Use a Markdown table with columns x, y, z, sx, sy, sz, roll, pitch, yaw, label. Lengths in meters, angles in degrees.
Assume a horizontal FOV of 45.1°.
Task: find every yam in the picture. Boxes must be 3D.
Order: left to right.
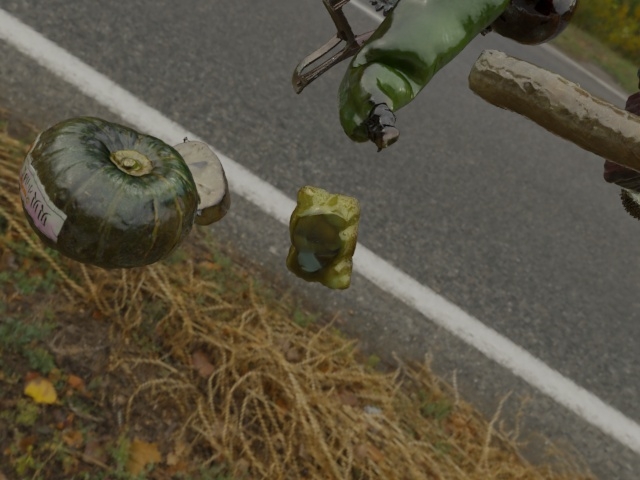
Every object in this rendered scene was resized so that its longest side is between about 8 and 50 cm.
| x | y | z | sx | sy | sz | roll | pitch | yaw | label |
| --- | --- | --- | --- | --- | --- | --- | --- | --- | --- |
| 0.345 | -0.149 | 0.961 | 0.357 | 0.081 | 0.081 | 30 | 24 | 27 | yam |

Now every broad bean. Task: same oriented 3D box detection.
| x | y | z | sx | sy | sz | roll | pitch | yaw | label |
| --- | --- | --- | --- | --- | --- | --- | --- | --- | --- |
| 0.063 | -0.121 | 0.430 | 0.061 | 0.195 | 0.046 | 8 | -33 | 45 | broad bean |

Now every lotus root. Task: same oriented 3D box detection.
| x | y | z | sx | sy | sz | roll | pitch | yaw | label |
| --- | --- | --- | --- | --- | --- | --- | --- | --- | --- |
| -0.298 | -0.137 | 1.681 | 0.261 | 0.170 | 0.074 | 36 | -15 | 26 | lotus root |

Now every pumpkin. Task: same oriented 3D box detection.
| x | y | z | sx | sy | sz | roll | pitch | yaw | label |
| --- | --- | --- | --- | --- | --- | --- | --- | --- | --- |
| -0.305 | -0.054 | 1.117 | 0.260 | 0.189 | 0.260 | 21 | 32 | -14 | pumpkin |

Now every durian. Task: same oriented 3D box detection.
| x | y | z | sx | sy | sz | roll | pitch | yaw | label |
| --- | --- | --- | --- | --- | --- | --- | --- | --- | --- |
| 0.651 | -0.080 | 1.527 | 0.140 | 0.071 | 0.110 | -2 | 64 | -14 | durian |

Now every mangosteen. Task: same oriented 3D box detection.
| x | y | z | sx | sy | sz | roll | pitch | yaw | label |
| --- | --- | --- | --- | --- | --- | --- | --- | --- | --- |
| 0.401 | -0.504 | 1.630 | 0.231 | 0.289 | 0.231 | 21 | 55 | -33 | mangosteen |

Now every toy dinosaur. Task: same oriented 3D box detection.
| x | y | z | sx | sy | sz | roll | pitch | yaw | label |
| --- | --- | --- | --- | --- | --- | --- | --- | --- | --- |
| 0.137 | -0.482 | 1.526 | 0.209 | 0.082 | 0.039 | 19 | -13 | 40 | toy dinosaur |

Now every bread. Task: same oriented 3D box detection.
| x | y | z | sx | sy | sz | roll | pitch | yaw | label |
| --- | --- | --- | --- | --- | --- | --- | --- | --- | --- |
| 0.000 | 0.000 | 1.699 | 0.161 | 0.233 | 0.088 | 11 | 23 | 9 | bread |

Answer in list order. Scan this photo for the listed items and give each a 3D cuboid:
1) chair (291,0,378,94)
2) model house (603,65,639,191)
| x | y | z | sx | sy | sz | roll | pitch | yaw | label |
| --- | --- | --- | --- | --- | --- | --- | --- | --- | --- |
| 0.038 | -0.526 | 1.919 | 0.183 | 0.326 | 0.175 | 60 | 3 | -28 | chair |
| 0.621 | -0.202 | 1.229 | 0.339 | 0.360 | 0.297 | -28 | 98 | -34 | model house |
